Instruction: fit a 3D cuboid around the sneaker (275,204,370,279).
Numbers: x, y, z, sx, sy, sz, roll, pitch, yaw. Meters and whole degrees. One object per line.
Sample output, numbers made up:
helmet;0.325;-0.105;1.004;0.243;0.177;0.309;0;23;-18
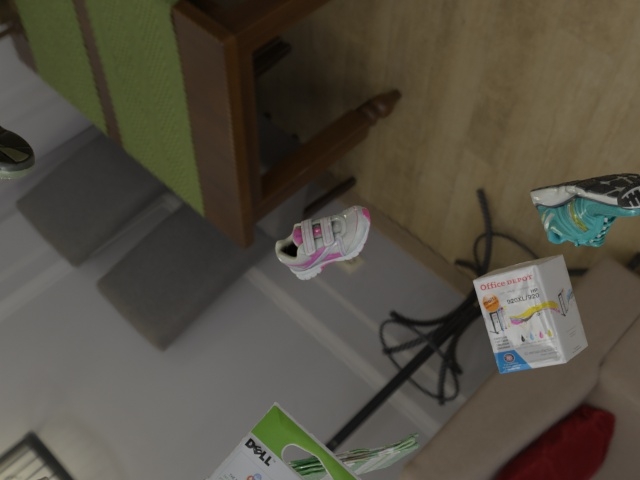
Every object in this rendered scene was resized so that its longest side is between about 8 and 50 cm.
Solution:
sneaker;0.000;0.000;1.752;0.252;0.111;0.103;-35;50;30

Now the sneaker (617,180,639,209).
sneaker;0.456;-0.062;1.080;0.109;0.040;0.044;-18;147;20

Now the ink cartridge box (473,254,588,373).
ink cartridge box;0.494;0.170;1.892;0.171;0.168;0.232;-18;87;36

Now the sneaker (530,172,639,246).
sneaker;0.430;-0.044;1.258;0.275;0.107;0.109;172;86;-79

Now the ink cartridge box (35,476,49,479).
ink cartridge box;-0.613;0.547;1.468;0.273;0.198;0.114;75;170;-85

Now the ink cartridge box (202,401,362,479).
ink cartridge box;-0.079;0.372;1.045;0.189;0.255;0.097;41;159;7

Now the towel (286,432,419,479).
towel;0.031;0.485;1.722;0.248;0.325;0.038;117;139;-60

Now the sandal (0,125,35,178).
sandal;-0.594;-0.165;1.382;0.303;0.120;0.086;38;131;37
